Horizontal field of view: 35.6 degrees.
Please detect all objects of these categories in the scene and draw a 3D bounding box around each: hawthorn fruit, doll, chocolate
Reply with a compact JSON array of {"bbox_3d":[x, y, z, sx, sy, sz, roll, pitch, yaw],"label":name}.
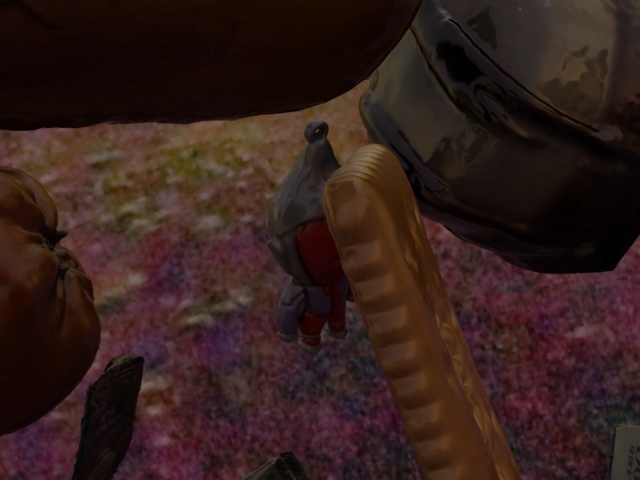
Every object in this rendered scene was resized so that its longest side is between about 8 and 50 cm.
[{"bbox_3d":[-0.227,0.037,0.588,0.189,0.189,0.189,-16,26,8],"label":"hawthorn fruit"},{"bbox_3d":[0.000,0.000,0.834,0.102,0.228,0.075,-31,44,-30],"label":"doll"},{"bbox_3d":[0.150,-0.112,0.838,0.186,0.284,0.283,7,7,-37],"label":"chocolate"}]

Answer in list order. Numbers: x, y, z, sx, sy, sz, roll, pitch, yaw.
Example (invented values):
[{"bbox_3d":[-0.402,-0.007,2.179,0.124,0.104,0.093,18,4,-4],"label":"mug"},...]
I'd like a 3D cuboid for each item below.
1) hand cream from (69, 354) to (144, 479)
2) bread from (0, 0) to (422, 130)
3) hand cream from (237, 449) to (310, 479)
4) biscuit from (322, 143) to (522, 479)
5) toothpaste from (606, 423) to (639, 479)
[{"bbox_3d":[-0.134,0.135,0.519,0.039,0.163,0.062,34,18,12],"label":"hand cream"},{"bbox_3d":[-0.079,-0.111,0.381,0.241,0.107,0.136,-6,-23,-18],"label":"bread"},{"bbox_3d":[-0.109,0.258,0.817,0.235,0.086,0.055,-30,41,-6],"label":"hand cream"},{"bbox_3d":[0.063,0.074,0.498,0.030,0.250,0.160,-20,8,11],"label":"biscuit"},{"bbox_3d":[0.242,0.291,0.717,0.071,0.313,0.089,14,-15,-9],"label":"toothpaste"}]
